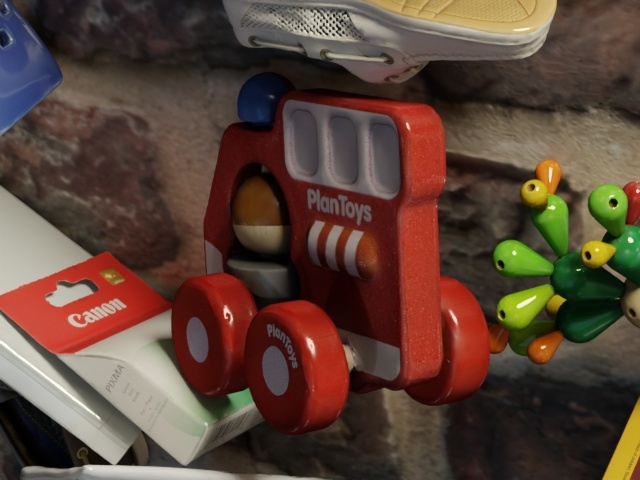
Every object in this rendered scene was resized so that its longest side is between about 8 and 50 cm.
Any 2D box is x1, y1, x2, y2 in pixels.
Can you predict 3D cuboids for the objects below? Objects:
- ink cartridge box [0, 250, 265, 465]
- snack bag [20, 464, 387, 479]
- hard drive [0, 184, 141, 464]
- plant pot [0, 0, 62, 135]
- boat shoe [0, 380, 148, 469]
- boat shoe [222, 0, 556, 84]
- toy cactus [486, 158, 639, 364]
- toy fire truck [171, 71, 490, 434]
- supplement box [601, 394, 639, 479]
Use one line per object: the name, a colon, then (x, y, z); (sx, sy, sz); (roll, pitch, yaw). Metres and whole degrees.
ink cartridge box: (-0.139, 0.080, 1.696); (0.224, 0.181, 0.056); (41, 118, 14)
snack bag: (-0.116, 0.216, 1.727); (0.323, 0.037, 0.342); (5, 171, -24)
hard drive: (-0.260, 0.046, 1.736); (0.307, 0.203, 0.040); (38, 117, -3)
plant pot: (-0.394, -0.149, 1.638); (0.236, 0.236, 0.212); (-9, 115, 36)
boat shoe: (-0.281, 0.127, 1.888); (0.116, 0.097, 0.324); (-11, 119, 36)
boat shoe: (0.050, -0.162, 1.466); (0.277, 0.098, 0.096); (15, 133, 32)
toy cactus: (0.216, 0.030, 1.539); (0.180, 0.112, 0.219); (15, 132, -7)
toy fire truck: (0.000, 0.000, 1.564); (0.302, 0.169, 0.254); (18, 112, 56)
supplement box: (0.312, 0.247, 1.578); (0.194, 0.191, 0.129); (18, 133, 16)
